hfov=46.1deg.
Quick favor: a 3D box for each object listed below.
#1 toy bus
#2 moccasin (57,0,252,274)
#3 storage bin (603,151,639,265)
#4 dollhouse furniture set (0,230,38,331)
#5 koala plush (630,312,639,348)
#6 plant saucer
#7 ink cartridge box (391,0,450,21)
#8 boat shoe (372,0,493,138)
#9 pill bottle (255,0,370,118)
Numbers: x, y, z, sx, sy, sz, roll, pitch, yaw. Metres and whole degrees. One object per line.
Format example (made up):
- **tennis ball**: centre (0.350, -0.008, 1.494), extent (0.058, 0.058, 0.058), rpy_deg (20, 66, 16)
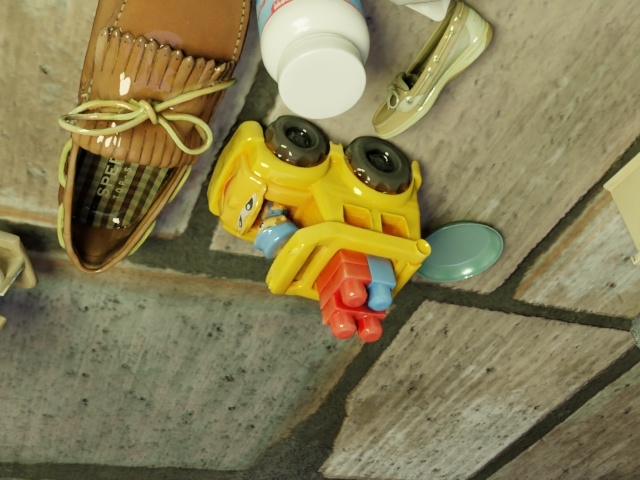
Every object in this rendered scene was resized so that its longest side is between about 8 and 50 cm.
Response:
- **toy bus**: centre (0.000, 0.000, 0.784), extent (0.220, 0.211, 0.149), rpy_deg (13, 138, -22)
- **moccasin**: centre (-0.163, -0.109, 0.670), extent (0.139, 0.147, 0.380), rpy_deg (17, 134, -28)
- **storage bin**: centre (0.524, -0.066, 0.866), extent (0.262, 0.123, 0.260), rpy_deg (15, 135, -26)
- **dollhouse furniture set**: centre (-0.461, 0.095, 0.824), extent (0.242, 0.212, 0.161), rpy_deg (15, 140, 13)
- **koala plush**: centre (0.595, 0.126, 1.060), extent (0.203, 0.196, 0.221), rpy_deg (18, 120, -6)
- **plant saucer**: centre (0.175, 0.010, 0.975), extent (0.119, 0.021, 0.119), rpy_deg (-6, 141, -5)
- **ink cartridge box**: centre (0.049, -0.253, 0.556), extent (0.198, 0.067, 0.115), rpy_deg (17, 94, -29)
- **boat shoe**: centre (0.097, -0.163, 0.729), extent (0.048, 0.056, 0.153), rpy_deg (30, 126, -25)
- **pill bottle**: centre (-0.008, -0.176, 0.608), extent (0.087, 0.160, 0.087), rpy_deg (-5, 140, -5)
